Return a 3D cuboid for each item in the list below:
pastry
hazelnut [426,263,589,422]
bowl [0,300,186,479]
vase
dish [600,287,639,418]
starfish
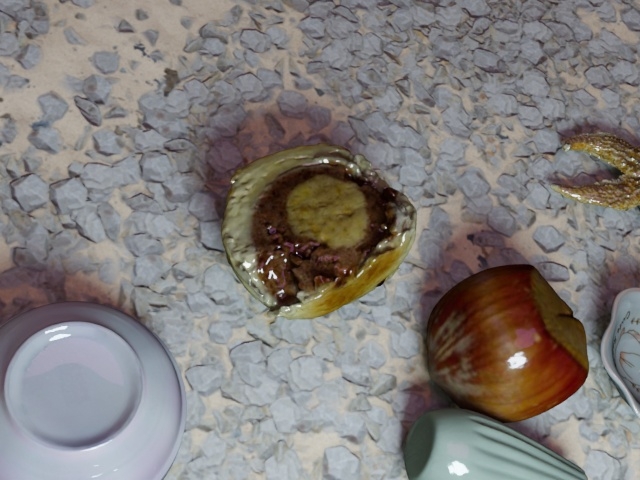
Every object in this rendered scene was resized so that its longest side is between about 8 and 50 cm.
[{"bbox_3d":[-0.010,-0.001,1.336,0.256,0.170,0.237,-30,55,-17],"label":"pastry"},{"bbox_3d":[0.255,0.146,1.344,0.181,0.181,0.212,-4,64,-49],"label":"hazelnut"},{"bbox_3d":[-0.298,0.194,1.163,0.287,0.144,0.287,7,63,-14],"label":"bowl"},{"bbox_3d":[0.240,0.305,1.281,0.248,0.128,0.128,19,61,-15],"label":"vase"},{"bbox_3d":[0.495,0.183,1.437,0.229,0.081,0.229,8,63,-17],"label":"dish"},{"bbox_3d":[0.542,-0.080,1.588,0.299,0.060,0.302,-30,77,-29],"label":"starfish"}]
